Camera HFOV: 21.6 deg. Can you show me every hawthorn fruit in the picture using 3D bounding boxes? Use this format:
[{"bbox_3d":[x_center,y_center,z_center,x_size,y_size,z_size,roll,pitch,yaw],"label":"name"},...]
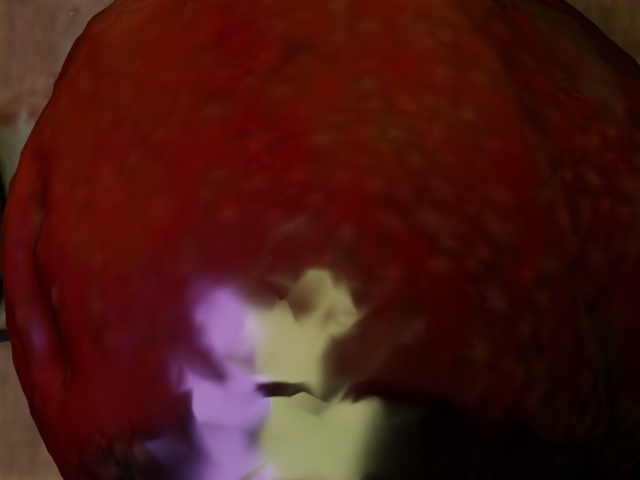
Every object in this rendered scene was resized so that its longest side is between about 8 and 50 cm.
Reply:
[{"bbox_3d":[0.000,0.000,0.450,0.189,0.189,0.251,-44,52,18],"label":"hawthorn fruit"}]

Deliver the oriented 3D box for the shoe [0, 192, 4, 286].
[{"bbox_3d":[-0.172,-0.061,0.605,0.074,0.077,0.194,-24,73,26],"label":"shoe"}]
